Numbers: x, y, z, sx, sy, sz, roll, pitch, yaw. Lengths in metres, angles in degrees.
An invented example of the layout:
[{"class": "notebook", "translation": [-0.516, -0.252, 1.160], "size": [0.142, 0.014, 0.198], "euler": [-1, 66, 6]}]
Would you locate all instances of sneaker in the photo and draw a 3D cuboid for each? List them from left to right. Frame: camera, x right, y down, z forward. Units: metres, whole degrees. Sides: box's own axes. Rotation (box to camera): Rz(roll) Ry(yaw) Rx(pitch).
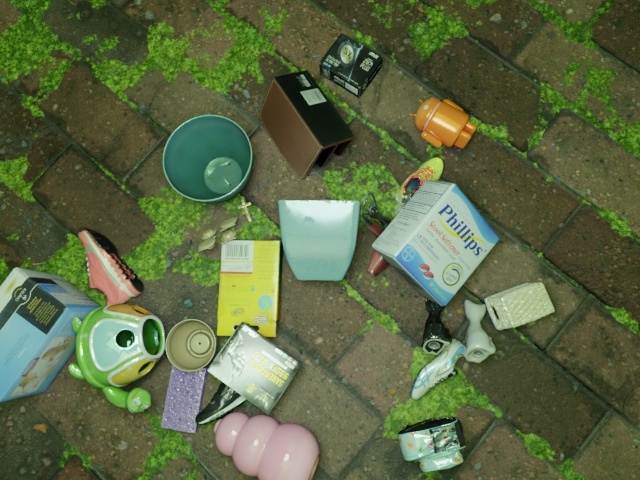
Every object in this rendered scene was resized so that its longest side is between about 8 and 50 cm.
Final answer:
[{"class": "sneaker", "translation": [-0.752, 0.093, 1.539], "size": [0.136, 0.116, 0.314], "euler": [-40, 80, -2]}, {"class": "sneaker", "translation": [-0.288, 0.476, 1.458], "size": [0.283, 0.107, 0.124], "euler": [-31, 76, -12]}, {"class": "sneaker", "translation": [0.346, -0.208, 1.534], "size": [0.081, 0.094, 0.208], "euler": [43, 84, 11]}, {"class": "sneaker", "translation": [0.375, 0.417, 1.424], "size": [0.237, 0.085, 0.086], "euler": [-46, 57, -6]}]

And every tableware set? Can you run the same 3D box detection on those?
[{"class": "tableware set", "translation": [-0.346, -0.022, 1.529], "size": [0.141, 0.168, 0.020], "euler": [-22, 121, 5]}]

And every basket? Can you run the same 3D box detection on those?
[{"class": "basket", "translation": [0.630, 0.205, 1.427], "size": [0.167, 0.103, 0.113], "euler": [-18, 80, -11]}]

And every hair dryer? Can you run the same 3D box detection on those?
[{"class": "hair dryer", "translation": [0.194, -0.023, 1.469], "size": [0.224, 0.080, 0.293], "euler": [-8, 112, -30]}]

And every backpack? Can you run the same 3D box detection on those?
[{"class": "backpack", "translation": [0.330, 0.612, 1.356], "size": [0.189, 0.166, 0.144], "euler": [-7, 70, 5]}]

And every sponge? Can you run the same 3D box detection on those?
[{"class": "sponge", "translation": [-0.448, 0.516, 1.489], "size": [0.117, 0.031, 0.209], "euler": [7, 80, 5]}]

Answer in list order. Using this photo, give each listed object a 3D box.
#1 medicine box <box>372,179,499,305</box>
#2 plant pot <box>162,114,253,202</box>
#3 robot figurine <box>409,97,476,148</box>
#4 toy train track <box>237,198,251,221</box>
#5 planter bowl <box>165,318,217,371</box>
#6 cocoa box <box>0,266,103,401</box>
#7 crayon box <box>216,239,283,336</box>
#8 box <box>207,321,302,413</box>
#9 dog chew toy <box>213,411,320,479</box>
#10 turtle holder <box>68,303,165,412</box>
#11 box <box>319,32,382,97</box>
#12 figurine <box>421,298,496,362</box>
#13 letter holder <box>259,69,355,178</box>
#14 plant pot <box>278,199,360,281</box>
[{"class": "medicine box", "translation": [0.361, 0.005, 1.411], "size": [0.263, 0.149, 0.289], "euler": [43, 85, -24]}, {"class": "plant pot", "translation": [-0.357, -0.250, 1.533], "size": [0.291, 0.195, 0.290], "euler": [-1, 80, 3]}, {"class": "robot figurine", "translation": [0.417, -0.403, 1.546], "size": [0.219, 0.128, 0.158], "euler": [33, 108, 8]}, {"class": "toy train track", "translation": [-0.262, -0.106, 1.595], "size": [0.048, 0.014, 0.083], "euler": [-20, 85, -7]}, {"class": "planter bowl", "translation": [-0.408, 0.339, 1.477], "size": [0.162, 0.109, 0.161], "euler": [0, 81, 3]}, {"class": "cocoa box", "translation": [-0.934, 0.299, 1.454], "size": [0.228, 0.231, 0.347], "euler": [33, 84, 8]}, {"class": "crayon box", "translation": [-0.235, 0.159, 1.512], "size": [0.202, 0.081, 0.318], "euler": [2, 80, 4]}, {"class": "box", "translation": [-0.201, 0.390, 1.397], "size": [0.231, 0.056, 0.183], "euler": [35, 75, 4]}, {"class": "dog chew toy", "translation": [-0.173, 0.631, 1.373], "size": [0.332, 0.206, 0.206], "euler": [18, 82, 14]}, {"class": "turtle holder", "translation": [-0.618, 0.349, 1.399], "size": [0.228, 0.243, 0.320], "euler": [-14, 52, 15]}, {"class": "box", "translation": [0.109, -0.632, 1.630], "size": [0.180, 0.077, 0.147], "euler": [35, 83, 9]}, {"class": "figurine", "translation": [0.431, 0.262, 1.426], "size": [0.215, 0.092, 0.209], "euler": [10, 44, 4]}, {"class": "letter holder", "translation": [-0.059, -0.397, 1.579], "size": [0.152, 0.214, 0.301], "euler": [-26, 77, -34]}, {"class": "plant pot", "translation": [0.000, 0.000, 1.453], "size": [0.247, 0.248, 0.252], "euler": [1, 92, 3]}]
